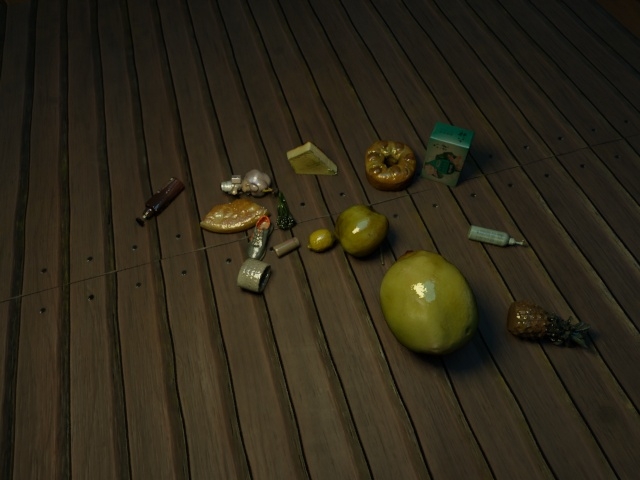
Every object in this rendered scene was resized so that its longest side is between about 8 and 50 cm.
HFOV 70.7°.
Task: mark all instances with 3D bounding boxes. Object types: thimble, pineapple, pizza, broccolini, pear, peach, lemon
[{"bbox_3d":[-0.236,0.123,1.596,0.090,0.102,0.115,15,31,11],"label":"thimble"},{"bbox_3d":[0.740,0.276,1.466,0.248,0.128,0.128,15,60,5],"label":"pineapple"},{"bbox_3d":[-0.335,-0.093,1.759,0.271,0.056,0.134,-21,62,-10],"label":"pizza"},{"bbox_3d":[-0.149,-0.119,1.786,0.058,0.074,0.201,-46,37,23],"label":"broccolini"},{"bbox_3d":[0.147,-0.038,1.633,0.200,0.200,0.199,-1,58,1],"label":"pear"},{"bbox_3d":[0.333,0.196,1.420,0.282,0.314,0.315,-22,100,4],"label":"peach"},{"bbox_3d":[0.000,0.000,1.677,0.111,0.082,0.082,-21,60,-4],"label":"lemon"}]

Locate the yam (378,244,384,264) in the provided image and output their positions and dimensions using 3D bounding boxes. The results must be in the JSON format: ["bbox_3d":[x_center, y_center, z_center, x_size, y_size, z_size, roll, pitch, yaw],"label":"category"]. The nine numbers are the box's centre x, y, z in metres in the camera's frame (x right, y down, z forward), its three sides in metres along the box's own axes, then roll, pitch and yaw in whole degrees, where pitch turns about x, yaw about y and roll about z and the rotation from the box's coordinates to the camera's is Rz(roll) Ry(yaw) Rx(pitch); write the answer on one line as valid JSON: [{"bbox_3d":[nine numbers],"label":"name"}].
[{"bbox_3d":[0.226,0.045,1.682,0.014,0.014,0.107,-3,58,0],"label":"yam"}]

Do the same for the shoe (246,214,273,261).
[{"bbox_3d":[-0.232,-0.009,1.690,0.074,0.077,0.194,12,59,8],"label":"shoe"}]

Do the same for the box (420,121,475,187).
[{"bbox_3d":[0.495,-0.333,1.775,0.153,0.244,0.092,20,64,15],"label":"box"}]

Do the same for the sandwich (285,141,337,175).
[{"bbox_3d":[-0.047,-0.316,1.872,0.163,0.193,0.058,-17,55,35],"label":"sandwich"}]

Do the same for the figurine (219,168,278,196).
[{"bbox_3d":[-0.287,-0.227,1.809,0.229,0.137,0.111,-5,101,-7],"label":"figurine"}]

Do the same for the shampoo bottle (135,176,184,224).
[{"bbox_3d":[-0.641,-0.155,1.798,0.067,0.068,0.236,28,64,15],"label":"shampoo bottle"}]

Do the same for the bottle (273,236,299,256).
[{"bbox_3d":[-0.127,0.024,1.688,0.097,0.045,0.045,-26,61,-17],"label":"bottle"}]

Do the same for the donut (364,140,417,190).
[{"bbox_3d":[0.284,-0.305,1.840,0.227,0.113,0.226,-1,58,1],"label":"donut"}]

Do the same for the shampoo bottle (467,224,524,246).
[{"bbox_3d":[0.652,-0.009,1.681,0.195,0.056,0.056,15,60,9],"label":"shampoo bottle"}]
